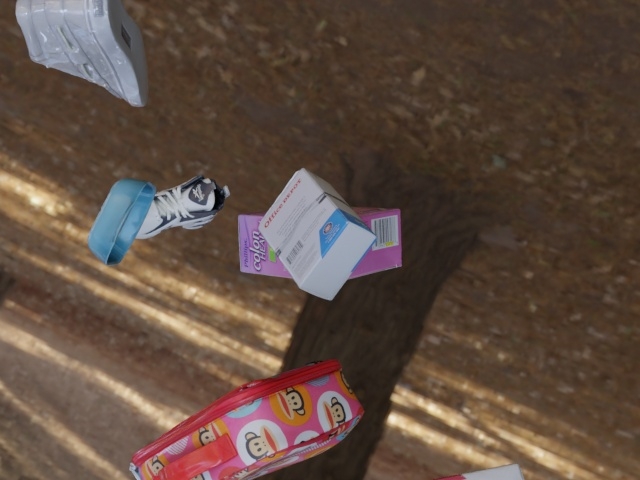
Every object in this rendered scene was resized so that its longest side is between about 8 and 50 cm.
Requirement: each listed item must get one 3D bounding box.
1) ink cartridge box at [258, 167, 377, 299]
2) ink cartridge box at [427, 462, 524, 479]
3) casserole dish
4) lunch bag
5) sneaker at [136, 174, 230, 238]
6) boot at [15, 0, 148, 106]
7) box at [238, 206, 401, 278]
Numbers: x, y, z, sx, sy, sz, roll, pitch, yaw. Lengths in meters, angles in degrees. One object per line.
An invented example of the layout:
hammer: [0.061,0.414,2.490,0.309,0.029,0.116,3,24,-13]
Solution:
ink cartridge box: [-0.009,-0.013,1.626,0.082,0.140,0.191,26,-163,-37]
ink cartridge box: [0.157,0.449,1.473,0.226,0.131,0.306,-5,160,-25]
casserole dish: [-0.248,-0.027,1.188,0.037,0.114,0.188,26,177,-4]
lunch bag: [-0.111,0.273,1.283,0.293,0.120,0.258,-35,166,37]
sneaker: [-0.276,-0.074,1.859,0.234,0.094,0.153,0,156,-44]
boot: [-0.305,-0.250,1.243,0.123,0.095,0.258,-2,161,3]
box: [0.000,0.000,1.866,0.242,0.117,0.213,4,-170,41]
